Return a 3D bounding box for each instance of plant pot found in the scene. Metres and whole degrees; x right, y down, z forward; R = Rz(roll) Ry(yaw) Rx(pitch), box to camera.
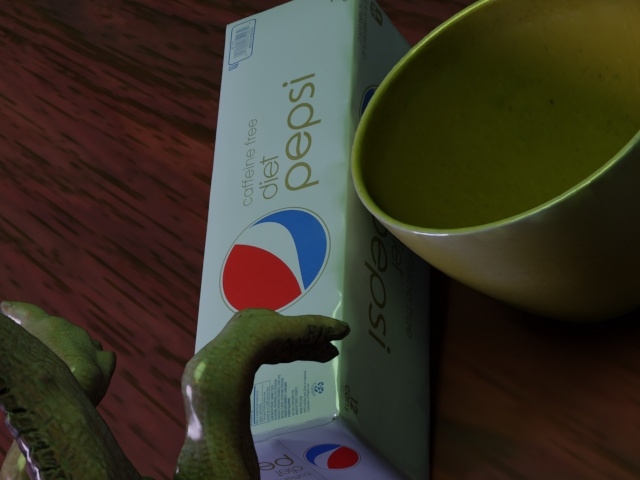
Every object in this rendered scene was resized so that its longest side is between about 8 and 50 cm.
[{"bbox_3d":[0.093,-0.024,0.616,0.134,0.095,0.134,-23,38,20],"label":"plant pot"}]

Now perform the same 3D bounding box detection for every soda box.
[{"bbox_3d":[0.000,0.000,0.660,0.069,0.074,0.216,-16,51,26],"label":"soda box"}]

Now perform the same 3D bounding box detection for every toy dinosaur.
[{"bbox_3d":[-0.066,0.135,0.478,0.127,0.295,0.200,12,55,11],"label":"toy dinosaur"}]
